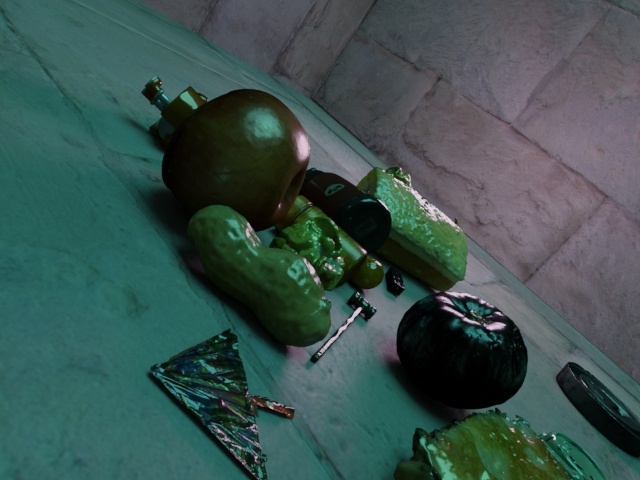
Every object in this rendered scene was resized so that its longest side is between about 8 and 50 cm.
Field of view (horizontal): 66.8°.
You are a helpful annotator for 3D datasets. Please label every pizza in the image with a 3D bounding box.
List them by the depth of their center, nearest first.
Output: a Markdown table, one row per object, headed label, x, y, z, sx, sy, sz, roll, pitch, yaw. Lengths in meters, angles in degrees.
| label | x | y | z | sx | sy | sz | roll | pitch | yaw |
| --- | --- | --- | --- | --- | --- | --- | --- | --- | --- |
| pizza | 0.259 | 0.373 | 0.628 | 0.392 | 0.080 | 0.435 | 28 | 19 | -27 |

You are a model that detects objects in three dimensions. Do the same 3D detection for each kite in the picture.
| label | x | y | z | sx | sy | sz | roll | pitch | yaw |
| --- | --- | --- | --- | --- | --- | --- | --- | --- | --- |
| kite | -0.101 | 0.174 | 0.537 | 0.189 | 0.009 | 0.232 | 28 | 21 | -31 |

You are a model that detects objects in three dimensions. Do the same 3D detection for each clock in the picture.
| label | x | y | z | sx | sy | sz | roll | pitch | yaw |
| --- | --- | --- | --- | --- | --- | --- | --- | --- | --- |
| clock | 0.465 | 0.427 | 0.905 | 0.159 | 0.066 | 0.211 | 47 | 19 | 25 |
| clock | 0.855 | 0.504 | 1.466 | 0.312 | 0.061 | 0.312 | 34 | 18 | -13 |

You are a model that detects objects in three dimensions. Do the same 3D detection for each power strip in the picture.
| label | x | y | z | sx | sy | sz | roll | pitch | yaw |
| --- | --- | --- | --- | --- | --- | --- | --- | --- | --- |
| power strip | 0.188 | 0.104 | 1.233 | 0.038 | 0.029 | 0.111 | 35 | 16 | -6 |

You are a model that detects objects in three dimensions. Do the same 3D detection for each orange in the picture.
| label | x | y | z | sx | sy | sz | roll | pitch | yaw |
| --- | --- | --- | --- | --- | --- | --- | --- | --- | --- |
| orange | 0.100 | 0.072 | 1.078 | 0.083 | 0.070 | 0.083 | 24 | 8 | -4 |

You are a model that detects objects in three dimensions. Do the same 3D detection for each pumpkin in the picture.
| label | x | y | z | sx | sy | sz | roll | pitch | yaw |
| --- | --- | --- | --- | --- | --- | --- | --- | --- | --- |
| pumpkin | 0.253 | 0.195 | 0.872 | 0.233 | 0.163 | 0.233 | 16 | 23 | -7 |

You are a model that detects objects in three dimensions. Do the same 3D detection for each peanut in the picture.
| label | x | y | z | sx | sy | sz | roll | pitch | yaw |
| --- | --- | --- | --- | --- | --- | --- | --- | --- | --- |
| peanut | -0.089 | 0.049 | 0.711 | 0.263 | 0.117 | 0.101 | 37 | -3 | 8 |

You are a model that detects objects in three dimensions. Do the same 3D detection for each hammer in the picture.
| label | x | y | z | sx | sy | sz | roll | pitch | yaw |
| --- | --- | --- | --- | --- | --- | --- | --- | --- | --- |
| hammer | 0.039 | 0.150 | 0.845 | 0.058 | 0.029 | 0.292 | 39 | 19 | 10 |

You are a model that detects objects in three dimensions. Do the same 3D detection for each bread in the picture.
| label | x | y | z | sx | sy | sz | roll | pitch | yaw |
| --- | --- | --- | --- | --- | --- | --- | --- | --- | --- |
| bread | 0.266 | -0.035 | 1.427 | 0.375 | 0.165 | 0.236 | 33 | 47 | -18 |

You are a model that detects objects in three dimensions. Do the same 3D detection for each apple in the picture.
| label | x | y | z | sx | sy | sz | roll | pitch | yaw |
| --- | --- | --- | --- | --- | --- | --- | --- | --- | --- |
| apple | -0.131 | -0.130 | 0.839 | 0.206 | 0.251 | 0.272 | 40 | -13 | 6 |

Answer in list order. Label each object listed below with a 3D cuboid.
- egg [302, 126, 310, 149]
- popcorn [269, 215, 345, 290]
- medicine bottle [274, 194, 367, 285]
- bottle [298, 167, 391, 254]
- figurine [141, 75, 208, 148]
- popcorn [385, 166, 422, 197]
| label | x | y | z | sx | sy | sz | roll | pitch | yaw |
| --- | --- | --- | --- | --- | --- | --- | --- | --- | --- |
| egg | -0.147 | -0.253 | 1.224 | 0.286 | 0.174 | 0.264 | 36 | 7 | 9 |
| popcorn | -0.027 | 0.037 | 0.857 | 0.135 | 0.162 | 0.141 | 7 | -15 | 14 |
| medicine bottle | 0.000 | 0.000 | 1.021 | 0.192 | 0.096 | 0.096 | 42 | 18 | 14 |
| bottle | 0.039 | -0.092 | 1.212 | 0.144 | 0.144 | 0.336 | 27 | 12 | -31 |
| figurine | -0.272 | -0.226 | 1.042 | 0.271 | 0.143 | 0.143 | 60 | 15 | -11 |
| popcorn | 0.234 | -0.125 | 1.608 | 0.221 | 0.204 | 0.184 | 55 | 16 | -57 |
